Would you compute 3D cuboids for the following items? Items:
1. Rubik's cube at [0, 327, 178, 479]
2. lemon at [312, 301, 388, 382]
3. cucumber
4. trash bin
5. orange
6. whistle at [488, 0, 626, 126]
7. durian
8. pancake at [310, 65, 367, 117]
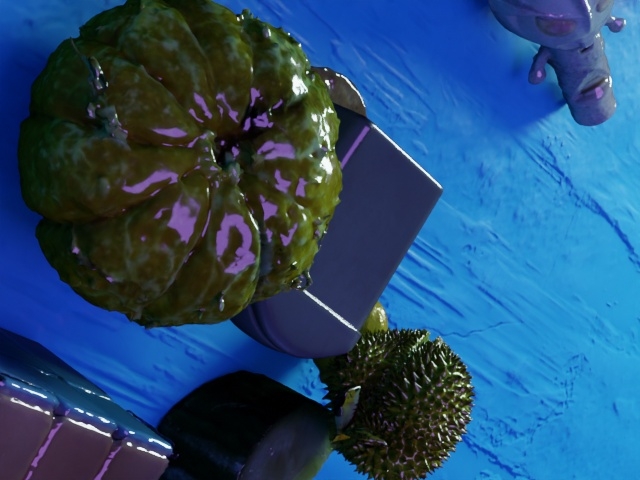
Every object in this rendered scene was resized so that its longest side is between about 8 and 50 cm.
[{"bbox_3d":[-0.308,0.195,1.377,0.225,0.231,0.221,31,88,-50],"label":"Rubik's cube"},{"bbox_3d":[0.031,0.109,1.774,0.082,0.082,0.110,19,94,-48],"label":"lemon"},{"bbox_3d":[-0.080,0.234,1.706,0.191,0.130,0.191,-28,128,-42],"label":"cucumber"},{"bbox_3d":[0.000,0.000,1.599,0.177,0.101,0.236,38,83,-42],"label":"trash bin"},{"bbox_3d":[-0.122,-0.076,1.418,0.301,0.223,0.300,-24,108,-28],"label":"orange"},{"bbox_3d":[0.274,-0.250,1.809,0.142,0.134,0.346,-53,147,-15],"label":"whistle"},{"bbox_3d":[0.082,0.175,1.661,0.159,0.198,0.146,1,120,-3],"label":"durian"},{"bbox_3d":[-0.053,-0.078,1.619,0.242,0.050,0.242,-18,121,-33],"label":"pancake"}]
